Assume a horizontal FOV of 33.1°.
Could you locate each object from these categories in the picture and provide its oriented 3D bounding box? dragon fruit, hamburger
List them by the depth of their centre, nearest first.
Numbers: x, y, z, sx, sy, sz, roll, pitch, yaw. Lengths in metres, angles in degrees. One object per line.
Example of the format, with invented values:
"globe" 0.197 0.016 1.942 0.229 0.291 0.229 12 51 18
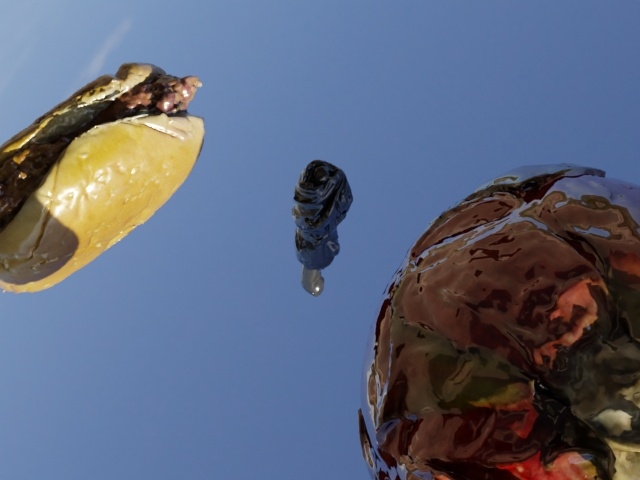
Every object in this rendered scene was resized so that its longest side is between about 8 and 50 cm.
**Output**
"dragon fruit" 0.153 0.095 0.640 0.277 0.342 0.277 -3 -110 8
"hamburger" -0.275 -0.072 1.200 0.282 0.155 0.245 -47 168 31

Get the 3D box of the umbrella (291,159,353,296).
"umbrella" -0.008 -0.002 1.309 0.248 0.071 0.071 102 -6 -54
